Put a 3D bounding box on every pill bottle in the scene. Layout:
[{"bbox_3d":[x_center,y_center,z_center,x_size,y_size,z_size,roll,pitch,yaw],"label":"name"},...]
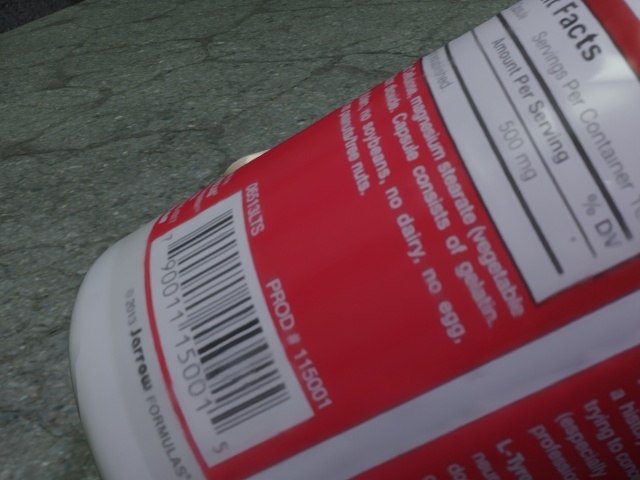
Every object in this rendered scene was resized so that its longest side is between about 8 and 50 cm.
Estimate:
[{"bbox_3d":[0.108,0.011,0.435,0.408,0.229,0.229,-29,23,15],"label":"pill bottle"}]

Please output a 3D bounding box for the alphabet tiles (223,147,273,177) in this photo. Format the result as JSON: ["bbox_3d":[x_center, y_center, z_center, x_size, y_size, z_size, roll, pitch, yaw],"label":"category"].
[{"bbox_3d":[0.000,0.000,0.648,0.278,0.284,0.021,-17,69,-12],"label":"alphabet tiles"}]
